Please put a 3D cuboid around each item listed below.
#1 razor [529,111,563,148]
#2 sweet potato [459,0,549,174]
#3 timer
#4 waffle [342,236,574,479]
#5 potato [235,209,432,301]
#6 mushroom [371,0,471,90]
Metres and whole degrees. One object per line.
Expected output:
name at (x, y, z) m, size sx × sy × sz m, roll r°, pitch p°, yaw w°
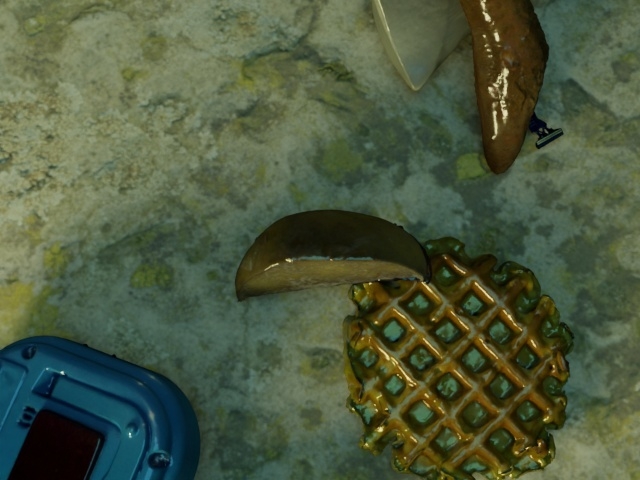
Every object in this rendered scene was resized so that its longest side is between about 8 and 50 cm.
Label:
razor at (0.275, -0.198, 1.138) m, size 0.044 × 0.028 × 0.154 m, roll -32°, pitch 83°, yaw -6°
sweet potato at (0.235, -0.251, 1.057) m, size 0.114 × 0.092 × 0.341 m, roll -15°, pitch 113°, yaw 9°
timer at (-0.319, 0.294, 0.972) m, size 0.309 × 0.115 × 0.340 m, roll 17°, pitch 79°, yaw 18°
waffle at (0.179, 0.153, 1.055) m, size 0.302 × 0.068 × 0.324 m, roll 0°, pitch 81°, yaw 0°
potato at (0.002, -0.001, 1.038) m, size 0.261 × 0.100 × 0.120 m, roll -8°, pitch 64°, yaw 12°
mushroom at (0.256, -0.375, 1.122) m, size 0.397 × 0.126 × 0.177 m, roll -28°, pitch 108°, yaw -4°
